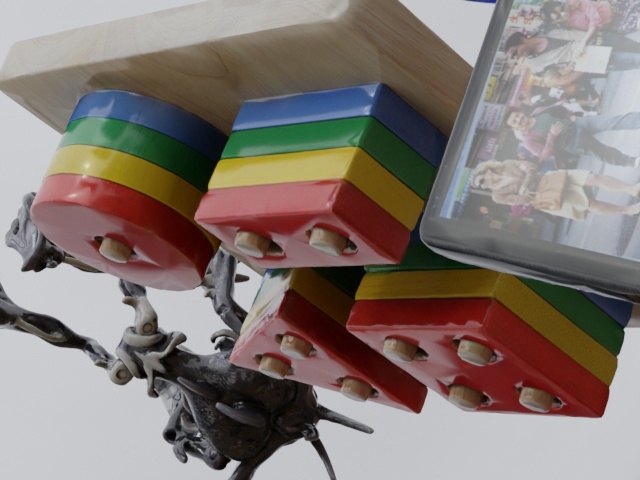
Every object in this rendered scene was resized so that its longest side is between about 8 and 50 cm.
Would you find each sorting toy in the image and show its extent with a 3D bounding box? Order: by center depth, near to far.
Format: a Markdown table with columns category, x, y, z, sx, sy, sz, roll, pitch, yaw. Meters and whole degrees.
| category | x | y | z | sx | sy | sz | roll | pitch | yaw |
| --- | --- | --- | --- | --- | --- | --- | --- | --- | --- |
| sorting toy | 0.000 | 0.000 | 0.827 | 0.257 | 0.255 | 0.089 | 36 | -115 | -35 |

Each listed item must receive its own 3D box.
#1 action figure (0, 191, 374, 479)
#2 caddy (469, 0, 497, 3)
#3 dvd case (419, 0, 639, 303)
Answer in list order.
| category | x | y | z | sx | sy | sz | roll | pitch | yaw |
| --- | --- | --- | --- | --- | --- | --- | --- | --- | --- |
| action figure | -0.093 | 0.066 | 1.195 | 0.164 | 0.275 | 0.141 | -60 | 6 | 23 |
| caddy | 0.110 | -0.283 | 1.291 | 0.341 | 0.241 | 0.179 | 34 | -121 | -53 |
| dvd case | 0.153 | -0.057 | 0.420 | 0.022 | 0.253 | 0.180 | 27 | -100 | -51 |
